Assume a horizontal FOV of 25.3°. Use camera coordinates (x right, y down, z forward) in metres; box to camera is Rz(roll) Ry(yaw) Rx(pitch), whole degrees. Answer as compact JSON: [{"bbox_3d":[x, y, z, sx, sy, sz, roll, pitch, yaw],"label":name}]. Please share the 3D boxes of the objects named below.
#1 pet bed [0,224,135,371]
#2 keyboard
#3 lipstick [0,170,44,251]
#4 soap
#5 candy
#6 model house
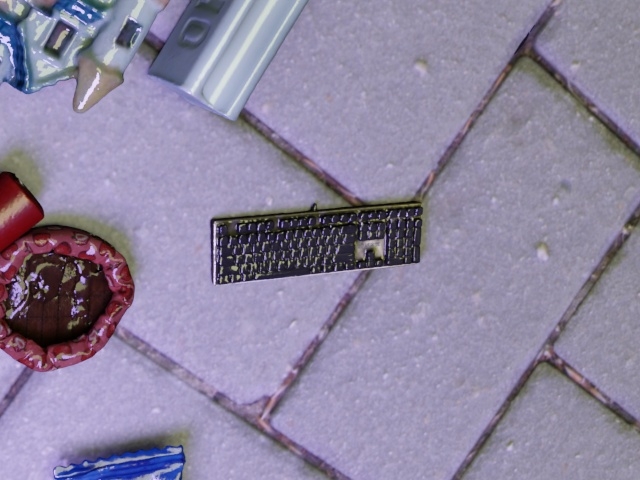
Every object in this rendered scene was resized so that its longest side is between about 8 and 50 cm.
[{"bbox_3d":[-0.340,0.073,1.822,0.201,0.053,0.201,-4,104,-19],"label":"pet bed"},{"bbox_3d":[0.000,0.000,1.977,0.317,0.027,0.106,-6,106,-23],"label":"keyboard"},{"bbox_3d":[-0.449,0.016,1.741,0.241,0.080,0.080,-42,116,-11],"label":"lipstick"},{"bbox_3d":[-0.096,-0.290,1.783,0.087,0.160,0.265,32,89,-27],"label":"soap"},{"bbox_3d":[-0.255,0.432,1.939,0.187,0.077,0.331,-11,110,-20],"label":"candy"},{"bbox_3d":[-0.343,-0.262,1.663,0.267,0.194,0.325,29,93,-28],"label":"model house"}]
